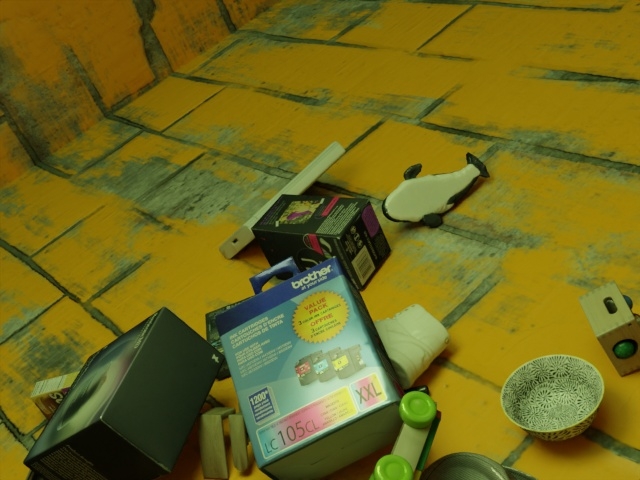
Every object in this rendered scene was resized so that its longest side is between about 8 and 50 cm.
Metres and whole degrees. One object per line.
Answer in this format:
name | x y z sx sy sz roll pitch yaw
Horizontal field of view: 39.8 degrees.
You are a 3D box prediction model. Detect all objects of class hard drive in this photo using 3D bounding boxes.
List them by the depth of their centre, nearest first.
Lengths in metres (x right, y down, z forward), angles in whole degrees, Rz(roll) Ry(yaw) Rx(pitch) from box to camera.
hard drive | -0.101 -0.103 2.294 0.353 0.047 0.233 -44 4 -28

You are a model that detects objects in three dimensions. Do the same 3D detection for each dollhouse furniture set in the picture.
dollhouse furniture set | -0.135 0.384 1.730 0.144 0.123 0.151 -5 2 29

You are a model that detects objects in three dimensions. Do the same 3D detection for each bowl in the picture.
bowl | 0.393 0.279 1.476 0.170 0.080 0.170 -17 32 11

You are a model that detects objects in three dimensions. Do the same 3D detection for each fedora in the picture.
fedora | 0.242 0.417 1.337 0.243 0.124 0.275 -38 34 -19

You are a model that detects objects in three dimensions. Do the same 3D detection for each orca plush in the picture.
orca plush | 0.260 -0.121 2.131 0.287 0.151 0.102 -41 4 -19

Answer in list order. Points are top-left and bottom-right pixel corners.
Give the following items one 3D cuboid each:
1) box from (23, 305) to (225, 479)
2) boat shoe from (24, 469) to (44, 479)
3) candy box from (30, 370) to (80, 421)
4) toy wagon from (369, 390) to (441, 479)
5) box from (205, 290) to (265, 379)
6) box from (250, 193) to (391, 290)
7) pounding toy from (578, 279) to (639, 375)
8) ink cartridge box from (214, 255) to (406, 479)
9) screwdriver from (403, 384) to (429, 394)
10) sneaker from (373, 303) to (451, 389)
box | -0.382 0.329 1.742 0.294 0.183 0.296 -32 24 36
boat shoe | -0.544 0.463 1.825 0.116 0.097 0.324 -16 33 15
candy box | -0.537 0.349 1.975 0.186 0.109 0.053 -16 33 16
toy wagon | 0.097 0.401 1.345 0.068 0.267 0.344 21 47 8
box | -0.141 0.197 1.975 0.232 0.059 0.183 -22 32 4
box | 0.000 0.000 2.065 0.270 0.165 0.143 6 43 40
pounding toy | 0.534 0.161 1.525 0.100 0.130 0.141 -30 30 15
ink cartridge box | -0.024 0.215 1.621 0.270 0.151 0.396 -27 49 4
screwdriver | 0.127 0.304 1.683 0.169 0.024 0.025 -18 2 23
sneaker | 0.124 0.193 1.779 0.169 0.108 0.292 -35 35 -31
